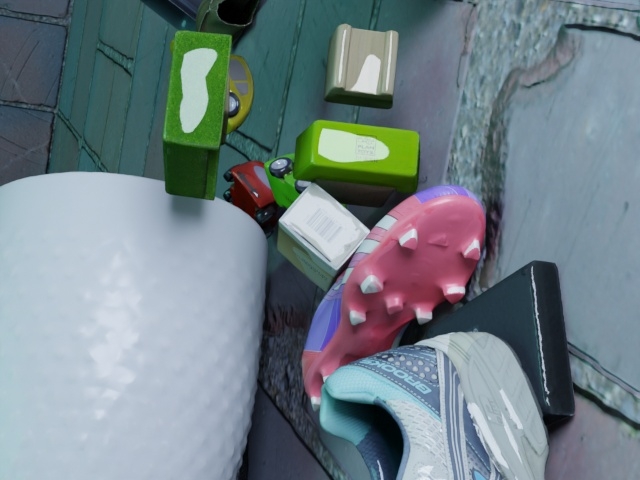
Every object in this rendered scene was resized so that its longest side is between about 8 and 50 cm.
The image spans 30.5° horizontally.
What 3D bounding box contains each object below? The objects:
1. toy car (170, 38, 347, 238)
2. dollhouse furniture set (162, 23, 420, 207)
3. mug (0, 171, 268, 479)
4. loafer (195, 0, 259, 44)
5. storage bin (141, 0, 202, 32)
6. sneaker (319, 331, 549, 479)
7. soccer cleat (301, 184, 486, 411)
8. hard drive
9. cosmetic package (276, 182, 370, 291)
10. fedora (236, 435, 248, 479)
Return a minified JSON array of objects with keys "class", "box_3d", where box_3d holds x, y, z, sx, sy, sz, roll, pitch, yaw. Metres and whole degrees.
[{"class":"toy car","box_3d":[-0.037,-0.067,1.060,0.225,0.053,0.239,37,153,46]},{"class":"dollhouse furniture set","box_3d":[-0.010,-0.186,0.927,0.151,0.198,0.301,116,160,-79]},{"class":"mug","box_3d":[-0.243,0.139,1.058,0.276,0.374,0.328,104,171,-67]},{"class":"loafer","box_3d":[-0.107,-0.262,1.347,0.148,0.056,0.050,126,151,-52]},{"class":"storage bin","box_3d":[-0.154,-0.312,1.457,0.091,0.098,0.135,-55,21,-4]},{"class":"sneaker","box_3d":[0.077,0.177,0.628,0.110,0.122,0.283,111,146,-41]},{"class":"soccer cleat","box_3d":[0.043,0.032,0.852,0.248,0.083,0.095,115,157,-45]},{"class":"hard drive","box_3d":[0.109,0.079,0.739,0.135,0.022,0.094,136,136,-59]},{"class":"cosmetic package","box_3d":[0.000,0.000,0.914,0.041,0.060,0.115,-48,-6,-10]},{"class":"fedora","box_3d":[-0.189,0.235,1.280,0.334,0.153,0.334,-173,90,-68]}]
